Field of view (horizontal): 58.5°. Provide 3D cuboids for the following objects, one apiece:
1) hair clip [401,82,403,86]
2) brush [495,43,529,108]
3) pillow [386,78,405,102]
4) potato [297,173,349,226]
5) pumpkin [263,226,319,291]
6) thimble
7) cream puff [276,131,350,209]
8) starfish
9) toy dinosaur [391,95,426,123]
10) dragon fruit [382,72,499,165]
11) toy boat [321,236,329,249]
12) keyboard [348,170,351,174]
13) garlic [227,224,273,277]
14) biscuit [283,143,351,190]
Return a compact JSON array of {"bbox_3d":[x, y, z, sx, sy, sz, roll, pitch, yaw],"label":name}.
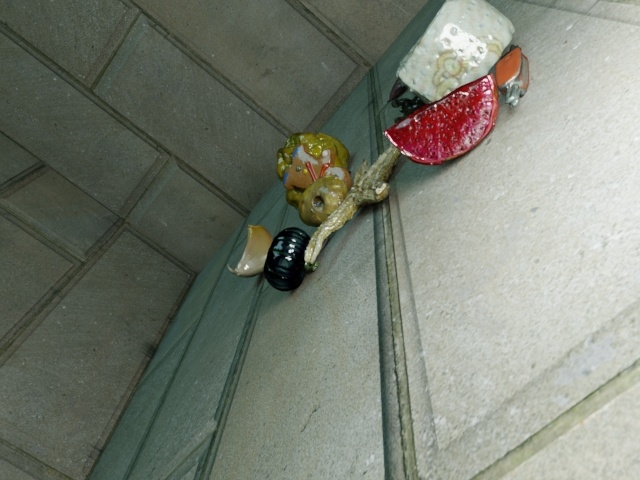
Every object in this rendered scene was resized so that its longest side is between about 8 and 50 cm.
[{"bbox_3d":[0.388,-0.632,2.062,0.257,0.075,0.146,-50,8,-12],"label":"hair clip"},{"bbox_3d":[0.424,-0.359,1.261,0.070,0.051,0.323,-34,18,35],"label":"brush"},{"bbox_3d":[0.326,-0.637,2.335,0.118,0.043,0.185,-47,9,48],"label":"pillow"},{"bbox_3d":[0.007,-0.123,1.851,0.173,0.140,0.300,-50,9,-10],"label":"potato"},{"bbox_3d":[-0.095,0.056,1.703,0.194,0.150,0.194,-50,15,19],"label":"pumpkin"},{"bbox_3d":[0.336,-0.477,1.471,0.292,0.195,0.291,-53,2,3],"label":"thimble"},{"bbox_3d":[-0.056,-0.294,2.283,0.325,0.257,0.291,-56,10,-17],"label":"cream puff"},{"bbox_3d":[0.129,-0.133,1.582,0.324,0.082,0.432,-30,21,51],"label":"starfish"},{"bbox_3d":[0.327,-0.439,1.865,0.178,0.087,0.187,-19,19,-23],"label":"toy dinosaur"},{"bbox_3d":[0.305,-0.272,1.300,0.261,0.134,0.211,-24,15,33],"label":"dragon fruit"},{"bbox_3d":[0.000,0.000,1.811,0.096,0.034,0.122,-59,4,1],"label":"toy boat"},{"bbox_3d":[0.052,-0.172,2.101,0.205,0.013,0.061,-59,14,-25],"label":"keyboard"},{"bbox_3d":[-0.270,0.057,2.279,0.145,0.164,0.245,-17,39,39],"label":"garlic"},{"bbox_3d":[-0.015,-0.240,2.066,0.324,0.049,0.206,31,104,39],"label":"biscuit"}]
